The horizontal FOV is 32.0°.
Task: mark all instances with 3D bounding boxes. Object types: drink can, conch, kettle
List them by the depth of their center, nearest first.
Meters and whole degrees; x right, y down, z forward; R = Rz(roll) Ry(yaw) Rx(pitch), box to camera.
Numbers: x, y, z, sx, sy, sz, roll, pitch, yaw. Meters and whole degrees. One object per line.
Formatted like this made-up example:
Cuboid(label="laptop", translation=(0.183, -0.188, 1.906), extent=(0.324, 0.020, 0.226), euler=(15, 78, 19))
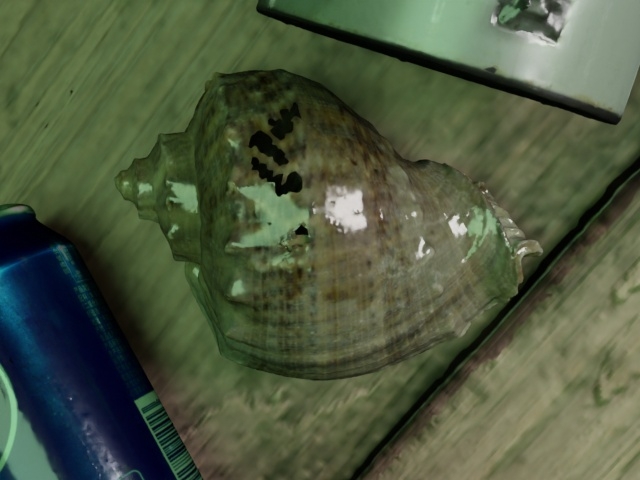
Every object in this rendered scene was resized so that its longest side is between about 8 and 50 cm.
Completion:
Cuboid(label="kettle", translation=(0.090, -0.177, 0.430), extent=(0.161, 0.221, 0.236), euler=(16, 99, -15))
Cuboid(label="conch", translation=(0.000, 0.000, 0.549), extent=(0.207, 0.130, 0.155), euler=(10, 135, -7))
Cuboid(label="drink can", translation=(-0.145, 0.090, 0.578), extent=(0.118, 0.118, 0.205), euler=(-31, 86, 18))
